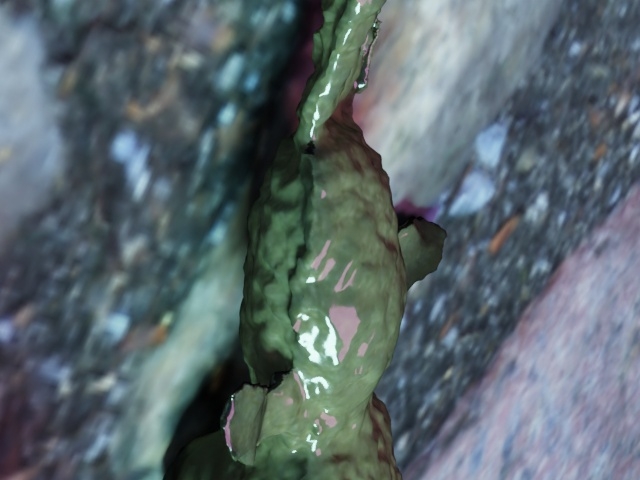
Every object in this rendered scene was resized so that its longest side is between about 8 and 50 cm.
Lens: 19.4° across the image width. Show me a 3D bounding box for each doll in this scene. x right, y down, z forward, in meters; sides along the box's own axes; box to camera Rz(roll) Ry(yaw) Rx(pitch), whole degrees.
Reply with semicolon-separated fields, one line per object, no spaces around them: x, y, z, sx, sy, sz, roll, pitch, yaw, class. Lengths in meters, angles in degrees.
-0.002;0.009;0.616;0.286;0.091;0.202;95;3;-46;doll
